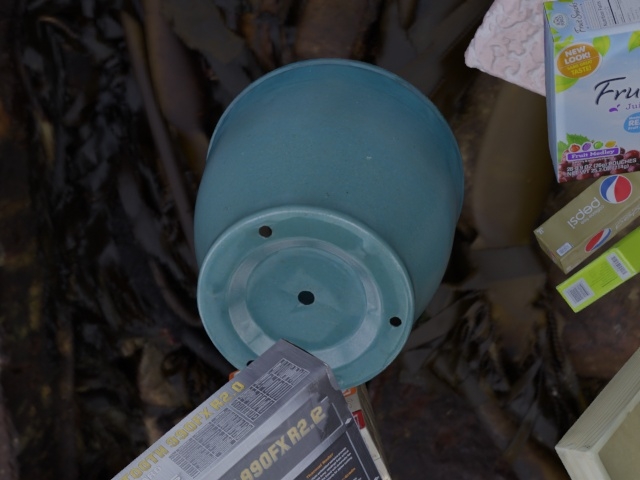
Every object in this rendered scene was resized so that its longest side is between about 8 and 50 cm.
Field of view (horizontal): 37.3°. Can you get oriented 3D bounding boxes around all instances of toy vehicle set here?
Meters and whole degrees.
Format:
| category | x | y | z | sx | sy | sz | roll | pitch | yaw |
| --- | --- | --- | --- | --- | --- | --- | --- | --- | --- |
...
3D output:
| category | x | y | z | sx | sy | sz | roll | pitch | yaw |
| --- | --- | --- | --- | --- | --- | --- | --- | --- | --- |
| toy vehicle set | 0.309 | 0.224 | 0.789 | 0.035 | 0.166 | 0.266 | -8 | 115 | 57 |

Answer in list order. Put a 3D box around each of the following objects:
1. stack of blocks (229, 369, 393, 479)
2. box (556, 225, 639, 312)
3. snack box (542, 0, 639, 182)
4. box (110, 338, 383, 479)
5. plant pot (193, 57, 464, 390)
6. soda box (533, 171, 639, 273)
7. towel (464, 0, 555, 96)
| category | x | y | z | sx | sy | sz | roll | pitch | yaw |
| --- | --- | --- | --- | --- | --- | --- | --- | --- | --- |
| stack of blocks | -0.022 | 0.231 | 1.192 | 0.171 | 0.297 | 0.087 | -24 | 107 | 2 |
| box | 0.368 | 0.013 | 1.115 | 0.042 | 0.178 | 0.109 | 55 | 143 | 10 |
| snack box | 0.315 | -0.149 | 0.875 | 0.207 | 0.070 | 0.174 | -8 | 137 | 8 |
| box | -0.061 | 0.204 | 0.604 | 0.056 | 0.231 | 0.183 | 21 | 143 | 49 |
| plant pot | 0.000 | 0.000 | 0.887 | 0.272 | 0.255 | 0.271 | 3 | 119 | 6 |
| soda box | 0.378 | -0.039 | 1.273 | 0.181 | 0.061 | 0.058 | -39 | 60 | 4 |
| towel | 0.423 | -0.333 | 1.407 | 0.317 | 0.053 | 0.332 | 21 | 135 | -8 |
